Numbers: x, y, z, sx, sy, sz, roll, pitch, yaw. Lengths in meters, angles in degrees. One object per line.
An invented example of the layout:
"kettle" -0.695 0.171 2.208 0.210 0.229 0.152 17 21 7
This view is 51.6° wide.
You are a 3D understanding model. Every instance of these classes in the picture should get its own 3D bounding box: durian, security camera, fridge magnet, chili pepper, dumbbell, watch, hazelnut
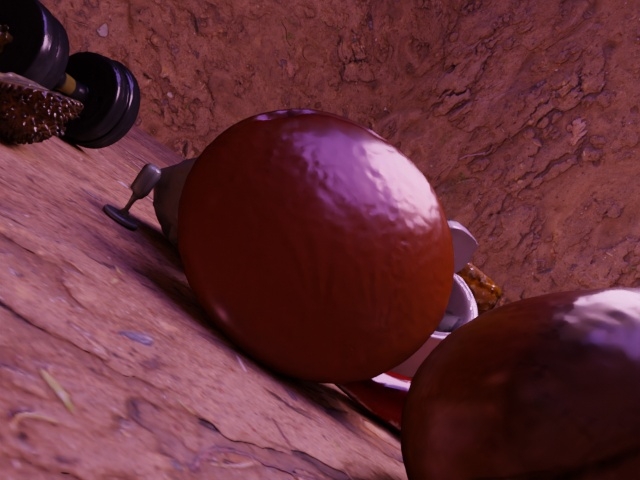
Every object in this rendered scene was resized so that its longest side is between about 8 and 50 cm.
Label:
"durian" -0.411 -0.176 0.889 0.148 0.091 0.188 24 1 17
"security camera" -0.255 -0.066 0.931 0.058 0.092 0.058 37 0 0
"fridge magnet" 0.000 0.000 0.832 0.364 0.363 0.155 37 -31 -6
"chili pepper" 0.165 0.267 0.870 0.369 0.091 0.137 30 19 11
"dumbbell" -0.471 -0.290 1.174 0.185 0.185 0.388 37 1 20
"watch" 0.159 0.083 1.055 0.244 0.196 0.231 7 41 -27
"hazelnut" 0.250 0.207 0.601 0.372 0.315 0.372 45 -24 26

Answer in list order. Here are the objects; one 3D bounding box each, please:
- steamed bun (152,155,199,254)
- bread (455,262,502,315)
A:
"steamed bun" -0.155 -0.020 0.992 0.218 0.144 0.211 1 -28 43
"bread" 0.161 0.115 1.347 0.279 0.279 0.207 36 1 -8
